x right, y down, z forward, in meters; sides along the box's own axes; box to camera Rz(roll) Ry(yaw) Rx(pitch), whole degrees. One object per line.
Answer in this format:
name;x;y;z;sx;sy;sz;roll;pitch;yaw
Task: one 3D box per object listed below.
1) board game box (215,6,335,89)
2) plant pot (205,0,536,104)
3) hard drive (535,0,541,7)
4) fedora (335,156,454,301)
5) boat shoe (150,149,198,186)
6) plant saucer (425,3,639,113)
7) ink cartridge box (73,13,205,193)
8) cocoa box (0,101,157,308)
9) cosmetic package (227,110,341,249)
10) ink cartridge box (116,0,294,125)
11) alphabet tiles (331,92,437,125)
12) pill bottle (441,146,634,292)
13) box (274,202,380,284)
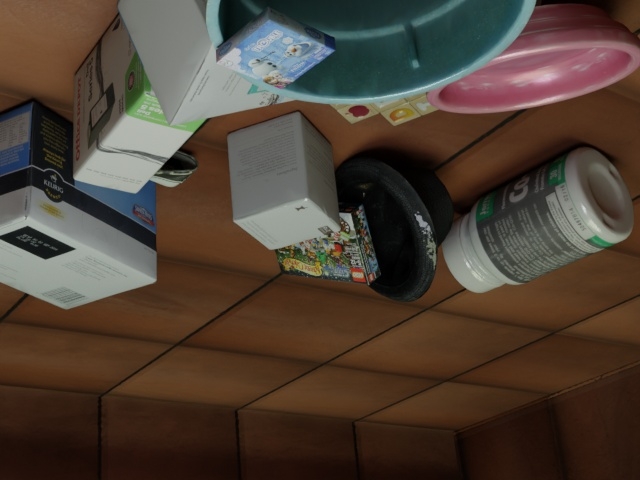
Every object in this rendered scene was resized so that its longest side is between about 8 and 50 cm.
board game box;-0.047;-0.199;1.076;0.090;0.020;0.090;17;147;-37
plant pot;0.038;-0.378;1.125;0.341;0.334;0.341;-5;154;-2
hard drive;0.217;-0.402;1.446;0.210;0.040;0.318;-6;154;1
fedora;0.160;-0.040;2.037;0.153;0.334;0.334;-28;166;-27
boat shoe;-0.318;-0.153;1.854;0.070;0.077;0.219;-25;157;37
plant saucer;0.323;-0.281;1.589;0.332;0.084;0.332;-8;173;-1
ink cartridge box;-0.275;-0.222;1.558;0.115;0.198;0.273;12;150;-32
cocoa box;-0.484;-0.052;1.846;0.232;0.227;0.347;-17;153;24
cosmetic package;-0.066;-0.106;1.869;0.152;0.183;0.151;-15;153;20
ink cartridge box;-0.086;-0.301;1.333;0.270;0.198;0.197;-17;163;-31
alphabet tiles;0.159;-0.290;1.724;0.343;0.011;0.285;-18;153;25
pill bottle;0.437;-0.030;2.113;0.204;0.204;0.361;17;147;-39
box;0.000;0.000;2.066;0.233;0.159;0.044;5;-150;40
